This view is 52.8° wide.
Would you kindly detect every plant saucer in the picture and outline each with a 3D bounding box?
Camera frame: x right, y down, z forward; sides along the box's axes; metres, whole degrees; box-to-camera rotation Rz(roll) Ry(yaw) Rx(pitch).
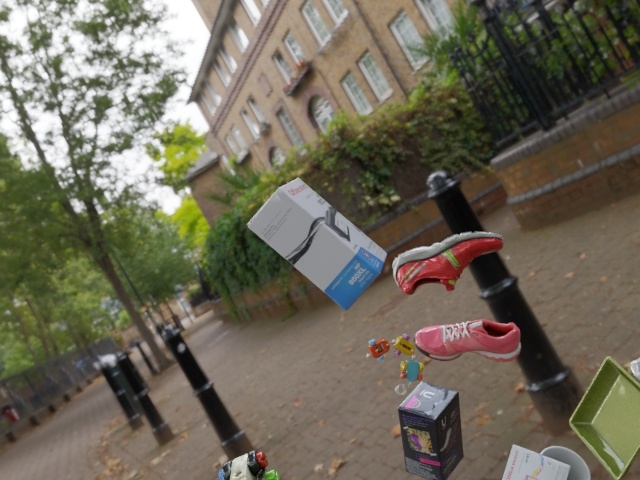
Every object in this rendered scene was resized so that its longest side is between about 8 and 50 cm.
[{"bbox_3d":[0.629,0.372,1.356,0.188,0.045,0.188,-116,45,-64],"label":"plant saucer"}]

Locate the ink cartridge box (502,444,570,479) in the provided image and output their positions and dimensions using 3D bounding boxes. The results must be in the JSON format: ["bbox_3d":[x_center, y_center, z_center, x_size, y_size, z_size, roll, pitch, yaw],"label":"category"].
[{"bbox_3d":[0.455,0.497,1.368,0.052,0.122,0.088,41,-112,-63],"label":"ink cartridge box"}]

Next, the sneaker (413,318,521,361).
[{"bbox_3d":[0.433,0.273,1.896,0.314,0.136,0.116,0,48,6],"label":"sneaker"}]

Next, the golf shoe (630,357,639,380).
[{"bbox_3d":[0.493,0.080,0.799,0.105,0.120,0.272,-124,51,-72],"label":"golf shoe"}]

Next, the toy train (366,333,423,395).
[{"bbox_3d":[0.192,0.310,1.670,0.125,0.166,0.046,-32,8,-12],"label":"toy train"}]

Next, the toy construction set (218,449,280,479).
[{"bbox_3d":[-0.117,0.527,1.192,0.151,0.215,0.328,-30,18,-8],"label":"toy construction set"}]

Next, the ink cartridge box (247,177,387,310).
[{"bbox_3d":[0.000,0.000,2.012,0.166,0.395,0.285,-50,0,15],"label":"ink cartridge box"}]

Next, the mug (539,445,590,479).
[{"bbox_3d":[0.514,0.562,1.479,0.113,0.150,0.169,-67,-14,-49],"label":"mug"}]

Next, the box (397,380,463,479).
[{"bbox_3d":[0.364,0.628,2.115,0.143,0.270,0.165,9,28,37],"label":"box"}]

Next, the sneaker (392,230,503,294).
[{"bbox_3d":[0.318,0.062,1.576,0.279,0.118,0.107,-19,-21,7],"label":"sneaker"}]
